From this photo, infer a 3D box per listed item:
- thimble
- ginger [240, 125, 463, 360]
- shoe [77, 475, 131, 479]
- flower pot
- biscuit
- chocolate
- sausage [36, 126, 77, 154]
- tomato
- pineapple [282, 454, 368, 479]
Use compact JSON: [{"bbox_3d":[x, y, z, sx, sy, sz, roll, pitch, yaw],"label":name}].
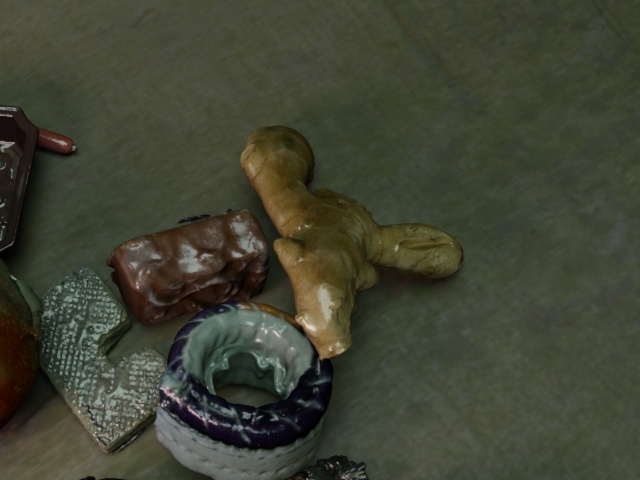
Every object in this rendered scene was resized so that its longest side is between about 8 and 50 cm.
[{"bbox_3d":[-0.104,0.201,1.572,0.237,0.150,0.237,7,42,-6],"label":"thimble"},{"bbox_3d":[-0.003,-0.020,1.652,0.363,0.122,0.348,42,30,7],"label":"ginger"},{"bbox_3d":[-0.305,0.368,1.540,0.291,0.137,0.114,-6,66,-3],"label":"shoe"},{"bbox_3d":[-0.505,-0.072,1.753,0.179,0.084,0.251,6,68,0],"label":"flower pot"},{"bbox_3d":[-0.309,0.160,1.678,0.147,0.046,0.250,-36,72,-15],"label":"biscuit"},{"bbox_3d":[-0.179,0.044,1.671,0.214,0.148,0.093,-18,62,-15],"label":"chocolate"},{"bbox_3d":[-0.471,-0.170,1.824,0.223,0.029,0.029,18,67,6],"label":"sausage"},{"bbox_3d":[-0.493,0.133,1.555,0.239,0.303,0.303,9,62,-32],"label":"tomato"},{"bbox_3d":[-0.015,0.326,1.605,0.159,0.074,0.074,-13,68,-9],"label":"pineapple"}]
